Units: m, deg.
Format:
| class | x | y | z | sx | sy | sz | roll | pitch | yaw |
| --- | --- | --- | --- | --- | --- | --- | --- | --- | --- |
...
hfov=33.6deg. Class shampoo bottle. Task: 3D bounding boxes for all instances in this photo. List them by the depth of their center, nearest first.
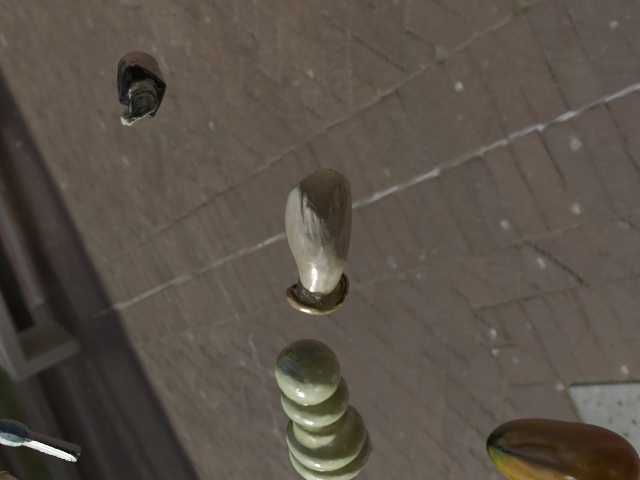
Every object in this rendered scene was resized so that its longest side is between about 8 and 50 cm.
| class | x | y | z | sx | sy | sz | roll | pitch | yaw |
| --- | --- | --- | --- | --- | --- | --- | --- | --- | --- |
| shampoo bottle | -0.227 | -0.191 | 1.325 | 0.064 | 0.057 | 0.208 | -63 | 18 | 13 |

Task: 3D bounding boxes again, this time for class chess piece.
| class | x | y | z | sx | sy | sz | roll | pitch | yaw |
| --- | --- | --- | --- | --- | --- | --- | --- | --- | --- |
| chess piece | -0.005 | 0.331 | 2.153 | 0.182 | 0.182 | 0.330 | 39 | 153 | 41 |

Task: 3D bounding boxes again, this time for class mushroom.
| class | x | y | z | sx | sy | sz | roll | pitch | yaw |
| --- | --- | --- | --- | --- | --- | --- | --- | --- | --- |
| mushroom | -0.001 | 0.000 | 1.444 | 0.088 | 0.097 | 0.213 | 8 | 121 | 23 |

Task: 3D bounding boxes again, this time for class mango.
| class | x | y | z | sx | sy | sz | roll | pitch | yaw |
| --- | --- | --- | --- | --- | --- | --- | --- | --- | --- |
| mango | 0.345 | 0.312 | 1.498 | 0.221 | 0.151 | 0.120 | 9 | 84 | 44 |

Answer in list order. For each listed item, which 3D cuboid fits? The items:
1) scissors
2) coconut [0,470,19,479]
| class | x | y | z | sx | sy | sz | roll | pitch | yaw |
| --- | --- | --- | --- | --- | --- | --- | --- | --- | --- |
| scissors | -0.526 | 0.322 | 1.787 | 0.125 | 0.256 | 0.030 | -39 | 35 | 49 |
| coconut | -0.510 | 0.494 | 1.698 | 0.234 | 0.224 | 0.224 | 42 | 150 | 11 |
